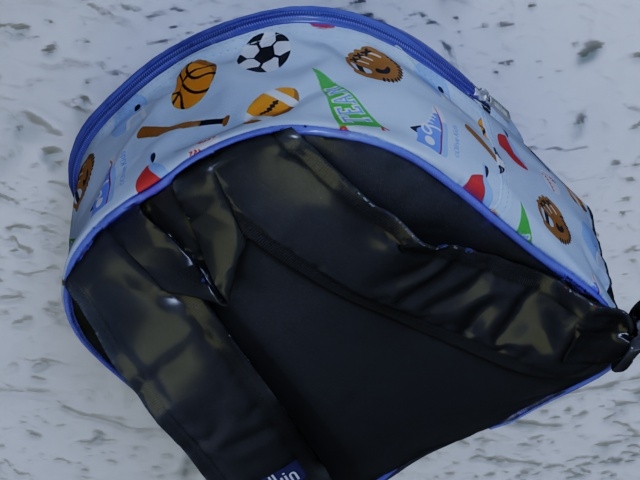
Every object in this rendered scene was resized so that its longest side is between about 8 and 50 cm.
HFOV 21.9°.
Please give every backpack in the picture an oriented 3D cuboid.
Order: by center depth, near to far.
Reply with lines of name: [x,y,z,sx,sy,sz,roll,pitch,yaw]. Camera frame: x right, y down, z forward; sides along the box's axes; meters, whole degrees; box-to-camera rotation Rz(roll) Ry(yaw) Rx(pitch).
backpack: [0.000,0.000,0.875,0.276,0.213,0.263,-34,135,20]
